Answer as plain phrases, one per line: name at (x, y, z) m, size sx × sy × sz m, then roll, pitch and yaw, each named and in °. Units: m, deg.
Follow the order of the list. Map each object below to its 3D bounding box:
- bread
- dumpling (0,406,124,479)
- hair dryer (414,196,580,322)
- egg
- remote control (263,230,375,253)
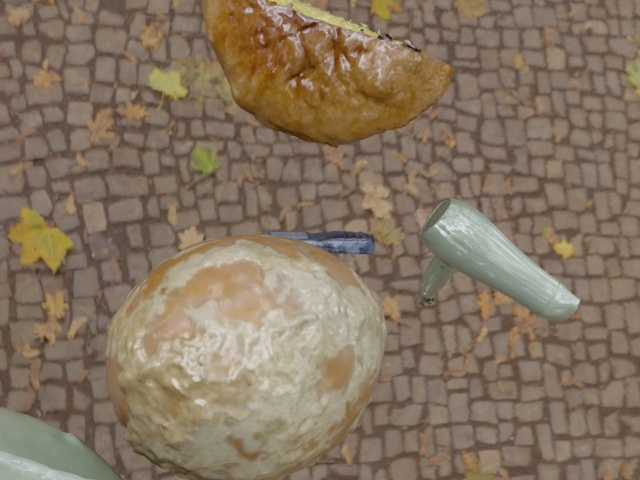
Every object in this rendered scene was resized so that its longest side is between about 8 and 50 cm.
bread at (-0.008, -0.169, 0.812) m, size 0.260 × 0.129 × 0.134 m, roll 27°, pitch 107°, yaw 7°
dumpling at (-0.240, 0.182, 0.458) m, size 0.320 × 0.212 × 0.270 m, roll -25°, pitch 114°, yaw -14°
hair dryer at (0.192, 0.060, 1.059) m, size 0.206 × 0.237 × 0.075 m, roll 37°, pitch 61°, yaw -3°
egg at (-0.052, 0.088, 0.631) m, size 0.233 × 0.195 × 0.195 m, roll -23°, pitch 77°, yaw -44°
remote control at (0.000, 0.001, 1.090) m, size 0.152 × 0.043 × 0.027 m, roll 0°, pitch 115°, yaw -15°
